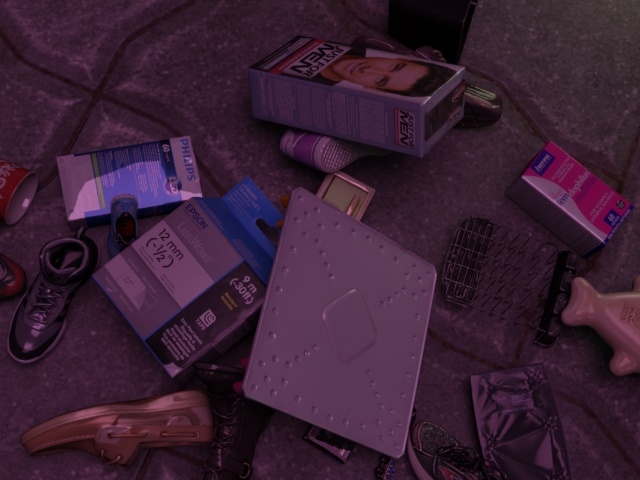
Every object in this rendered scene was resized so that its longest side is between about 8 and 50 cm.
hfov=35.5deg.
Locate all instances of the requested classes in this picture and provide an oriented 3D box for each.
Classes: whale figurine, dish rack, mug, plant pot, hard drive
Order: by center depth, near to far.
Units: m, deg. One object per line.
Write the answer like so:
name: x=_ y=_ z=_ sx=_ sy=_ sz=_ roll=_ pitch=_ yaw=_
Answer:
mug: x=-0.640 y=-0.103 z=1.868 sx=0.169 sy=0.113 sz=0.150 roll=26 pitch=52 yaw=3
hard drive: x=0.381 y=0.374 z=1.928 sx=0.172 sy=0.054 sz=0.255 roll=-8 pitch=76 yaw=-11
whale figurine: x=0.604 y=0.171 z=1.981 sx=0.272 sy=0.141 sz=0.216 roll=20 pitch=72 yaw=1
dish rack: x=0.377 y=0.075 z=2.008 sx=0.271 sy=0.074 sz=0.208 roll=20 pitch=71 yaw=-1
plant pot: x=0.238 y=-0.501 z=2.100 sx=0.167 sy=0.187 sz=0.188 roll=17 pitch=72 yaw=8

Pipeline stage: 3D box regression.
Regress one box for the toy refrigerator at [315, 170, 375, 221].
toy refrigerator: x=0.000 y=0.000 z=1.954 sx=0.102 sy=0.094 sz=0.269 roll=29 pitch=71 yaw=0

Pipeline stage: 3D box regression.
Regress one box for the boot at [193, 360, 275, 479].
boot: x=-0.168 y=0.351 z=1.763 sx=0.091 sy=0.263 sz=0.229 roll=4 pitch=63 yaw=32

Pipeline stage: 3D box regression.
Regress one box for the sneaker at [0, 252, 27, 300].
sneaker: x=-0.667 y=0.024 z=1.819 sx=0.276 sy=0.135 sz=0.098 roll=27 pitch=70 yaw=-2

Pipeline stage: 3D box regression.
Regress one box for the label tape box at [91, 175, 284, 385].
label tape box: x=-0.201 y=0.058 z=1.834 sx=0.347 sy=0.115 sz=0.249 roll=-40 pitch=75 yaw=-5

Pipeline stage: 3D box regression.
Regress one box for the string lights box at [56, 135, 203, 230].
string lights box: x=-0.367 y=-0.111 z=1.936 sx=0.259 sy=0.077 sz=0.133 roll=-10 pitch=76 yaw=-12

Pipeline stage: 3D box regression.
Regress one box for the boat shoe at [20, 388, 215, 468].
boat shoe: x=-0.356 y=0.348 z=1.782 sx=0.341 sy=0.121 sz=0.110 roll=-10 pitch=75 yaw=-13

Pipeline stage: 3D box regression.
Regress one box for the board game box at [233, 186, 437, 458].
board game box: x=0.039 y=0.156 z=1.826 sx=0.390 sy=0.050 sz=0.390 roll=29 pitch=63 yaw=-35

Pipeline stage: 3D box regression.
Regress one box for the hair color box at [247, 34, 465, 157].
hair color box: x=0.068 y=-0.282 z=1.911 sx=0.374 sy=0.114 sz=0.185 roll=17 pitch=39 yaw=27

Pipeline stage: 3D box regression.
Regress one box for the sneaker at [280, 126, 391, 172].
sneaker: x=0.040 y=-0.222 z=2.022 sx=0.282 sy=0.161 sz=0.102 roll=-21 pitch=118 yaw=-41

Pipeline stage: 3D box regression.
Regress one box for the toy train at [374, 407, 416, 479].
toy train: x=0.144 y=0.387 z=1.902 sx=0.036 sy=0.027 sz=0.158 roll=29 pitch=71 yaw=-11

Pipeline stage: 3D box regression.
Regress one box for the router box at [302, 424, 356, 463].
router box: x=0.035 y=0.346 z=1.889 sx=0.092 sy=0.038 sz=0.122 roll=33 pitch=71 yaw=0

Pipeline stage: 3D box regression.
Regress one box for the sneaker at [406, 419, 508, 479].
sneaker: x=0.274 y=0.427 z=1.817 sx=0.121 sy=0.112 sz=0.299 roll=-20 pitch=45 yaw=-31

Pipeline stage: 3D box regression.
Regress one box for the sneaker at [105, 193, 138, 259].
sneaker: x=-0.370 y=-0.004 z=1.871 sx=0.063 sy=0.162 sz=0.073 roll=-3 pitch=37 yaw=-11

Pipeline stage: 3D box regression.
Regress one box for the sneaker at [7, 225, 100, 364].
sneaker: x=-0.493 y=0.092 z=1.816 sx=0.101 sy=0.153 sz=0.269 roll=26 pitch=72 yaw=-1

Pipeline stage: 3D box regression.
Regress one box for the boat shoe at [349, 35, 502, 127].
boat shoe: x=0.214 y=-0.340 z=2.068 sx=0.355 sy=0.132 sz=0.130 roll=18 pitch=71 yaw=-4

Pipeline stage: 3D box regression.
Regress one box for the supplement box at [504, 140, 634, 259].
supplement box: x=0.508 y=-0.082 z=2.051 sx=0.220 sy=0.114 sz=0.111 roll=38 pitch=73 yaw=5
